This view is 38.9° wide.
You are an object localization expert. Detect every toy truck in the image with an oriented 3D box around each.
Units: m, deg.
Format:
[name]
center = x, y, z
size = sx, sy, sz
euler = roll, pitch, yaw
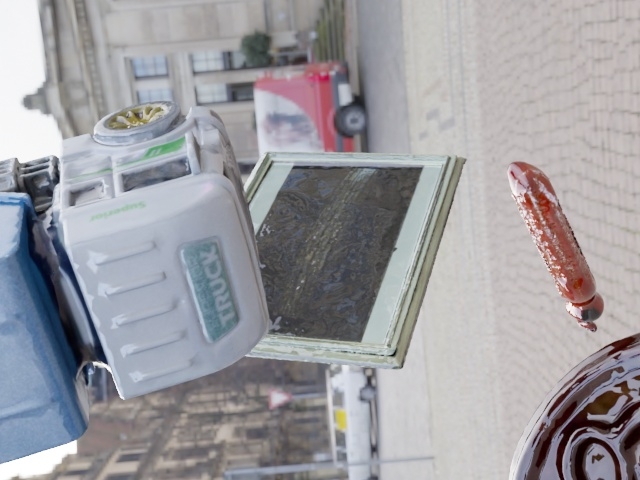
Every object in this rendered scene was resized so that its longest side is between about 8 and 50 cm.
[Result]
[toy truck]
center = -0.211, 0.039, 0.528
size = 0.175, 0.367, 0.146
euler = -122, 16, -59

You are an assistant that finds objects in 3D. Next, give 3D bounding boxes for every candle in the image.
[candle]
center = 0.276, 0.016, 1.034
size = 0.051, 0.048, 0.329
euler = 29, 166, 41

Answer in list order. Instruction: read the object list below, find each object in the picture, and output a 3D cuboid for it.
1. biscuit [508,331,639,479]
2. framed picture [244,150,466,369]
[biscuit]
center = 0.372, 0.276, 0.848
size = 0.091, 0.407, 0.407
euler = 21, -119, -63
[framed picture]
center = 0.000, 0.000, 0.860
size = 0.293, 0.231, 0.018
euler = -66, -29, -46
